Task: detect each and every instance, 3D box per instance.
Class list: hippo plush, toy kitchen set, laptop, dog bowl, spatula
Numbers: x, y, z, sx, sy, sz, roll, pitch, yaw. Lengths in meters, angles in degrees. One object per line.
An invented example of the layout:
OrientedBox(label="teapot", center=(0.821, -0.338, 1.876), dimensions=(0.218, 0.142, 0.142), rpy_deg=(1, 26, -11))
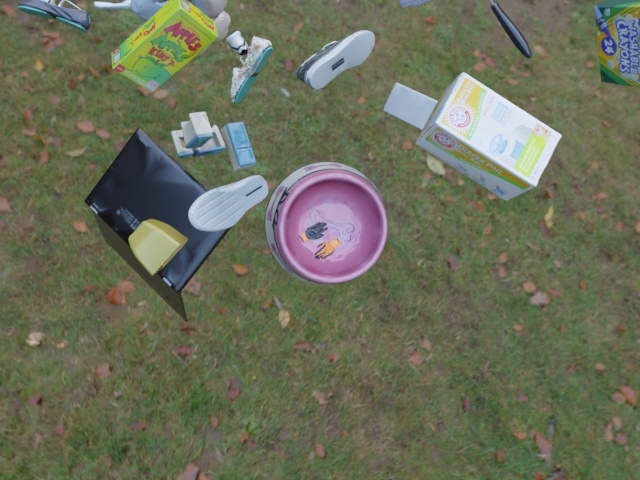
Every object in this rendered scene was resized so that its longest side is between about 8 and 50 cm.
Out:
OrientedBox(label="hippo plush", center=(-0.333, -0.610, 1.409), dimensions=(0.294, 0.234, 0.237), rpy_deg=(-11, 53, 29))
OrientedBox(label="toy kitchen set", center=(-0.245, -0.244, 1.444), dimensions=(0.207, 0.166, 0.122), rpy_deg=(-17, 88, -35))
OrientedBox(label="laptop", center=(-0.447, -0.027, 1.644), dimensions=(0.382, 0.236, 0.408), rpy_deg=(41, 100, 11))
OrientedBox(label="dog bowl", center=(0.031, -0.043, 1.812), dimensions=(0.407, 0.150, 0.408), rpy_deg=(-1, 97, -8))
OrientedBox(label="spatula", center=(0.318, -0.464, 1.071), dimensions=(0.296, 0.030, 0.084), rpy_deg=(53, 35, -20))

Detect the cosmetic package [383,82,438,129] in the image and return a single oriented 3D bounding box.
OrientedBox(label="cosmetic package", center=(0.410, -0.322, 1.678), dimensions=(0.284, 0.098, 0.377), rpy_deg=(3, 27, -48))

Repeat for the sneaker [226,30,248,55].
OrientedBox(label="sneaker", center=(-0.172, -0.404, 1.214), dimensions=(0.040, 0.109, 0.044), rpy_deg=(-33, 97, 4))

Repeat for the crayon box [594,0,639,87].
OrientedBox(label="crayon box", center=(0.798, -0.459, 1.344), dimensions=(0.083, 0.203, 0.323), rpy_deg=(-28, 29, -12))

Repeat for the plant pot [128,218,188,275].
OrientedBox(label="plant pot", center=(-0.319, 0.004, 1.113), dimensions=(0.083, 0.081, 0.081), rpy_deg=(42, 96, -6))

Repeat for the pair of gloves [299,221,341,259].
OrientedBox(label="pair of gloves", center=(0.000, 0.000, 1.351), dimensions=(0.074, 0.010, 0.083), rpy_deg=(-35, 81, -16))

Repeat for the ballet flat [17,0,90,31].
OrientedBox(label="ballet flat", center=(-0.751, -0.657, 1.643), dimensions=(0.203, 0.074, 0.074), rpy_deg=(17, 56, -4))

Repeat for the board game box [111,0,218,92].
OrientedBox(label="board game box", center=(-0.286, -0.356, 1.055), dimensions=(0.092, 0.181, 0.043), rpy_deg=(27, 41, -50))

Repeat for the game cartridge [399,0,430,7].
OrientedBox(label="game cartridge", center=(0.273, -0.715, 1.415), dimensions=(0.196, 0.060, 0.294), rpy_deg=(-12, 61, 17))

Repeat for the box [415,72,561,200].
OrientedBox(label="box", center=(0.286, -0.176, 1.002), dimensions=(0.203, 0.103, 0.114), rpy_deg=(32, 76, -3))

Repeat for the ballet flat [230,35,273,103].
OrientedBox(label="ballet flat", center=(-0.244, -0.571, 1.922), dimensions=(0.077, 0.241, 0.091), rpy_deg=(40, 23, 5))

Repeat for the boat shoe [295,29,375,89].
OrientedBox(label="boat shoe", center=(0.035, -0.441, 1.373), dimensions=(0.219, 0.078, 0.070), rpy_deg=(-38, 53, -21))

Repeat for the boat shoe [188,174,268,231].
OrientedBox(label="boat shoe", center=(-0.199, -0.070, 1.199), dimensions=(0.226, 0.075, 0.083), rpy_deg=(-30, 103, -50))
